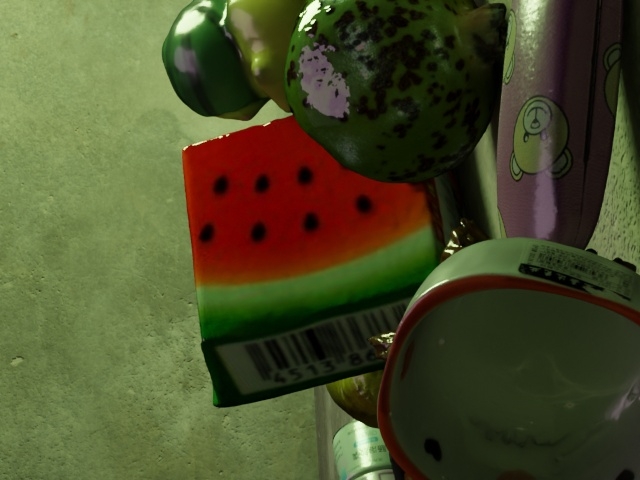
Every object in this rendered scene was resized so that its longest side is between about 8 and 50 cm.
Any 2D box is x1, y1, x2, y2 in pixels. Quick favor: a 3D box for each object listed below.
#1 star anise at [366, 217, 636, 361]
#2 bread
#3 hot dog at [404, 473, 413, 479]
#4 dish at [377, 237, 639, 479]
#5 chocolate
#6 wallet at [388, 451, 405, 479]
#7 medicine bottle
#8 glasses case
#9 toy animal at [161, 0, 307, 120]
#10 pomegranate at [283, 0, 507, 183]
[{"bbox_3d":[0.174,0.074,1.381,0.346,0.148,0.237,-27,62,60],"label":"star anise"},{"bbox_3d":[0.087,0.218,2.188,0.112,0.166,0.383,-63,5,-4],"label":"bread"},{"bbox_3d":[0.171,0.307,1.596,0.267,0.174,0.387,-127,44,-75],"label":"hot dog"},{"bbox_3d":[0.174,0.099,1.188,0.117,0.256,0.256,-67,-20,-55],"label":"dish"},{"bbox_3d":[0.000,0.000,1.885,0.161,0.360,0.341,61,-164,-56],"label":"chocolate"},{"bbox_3d":[0.127,0.289,1.782,0.165,0.042,0.309,-59,-36,-52],"label":"wallet"},{"bbox_3d":[0.094,0.383,2.427,0.135,0.135,0.168,93,170,-50],"label":"medicine bottle"},{"bbox_3d":[0.199,-0.133,1.250,0.123,0.076,0.316,171,105,-73],"label":"glasses case"},{"bbox_3d":[-0.056,-0.271,1.987,0.216,0.338,0.191,-52,-52,-49],"label":"toy animal"},{"bbox_3d":[0.094,-0.192,1.665,0.254,0.270,0.254,25,-121,-51],"label":"pomegranate"}]
